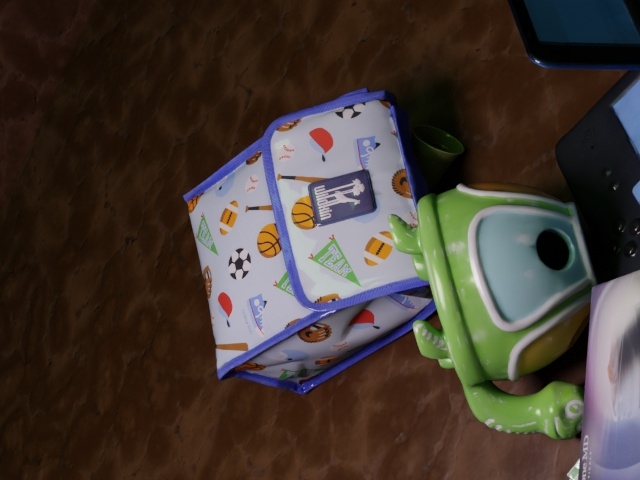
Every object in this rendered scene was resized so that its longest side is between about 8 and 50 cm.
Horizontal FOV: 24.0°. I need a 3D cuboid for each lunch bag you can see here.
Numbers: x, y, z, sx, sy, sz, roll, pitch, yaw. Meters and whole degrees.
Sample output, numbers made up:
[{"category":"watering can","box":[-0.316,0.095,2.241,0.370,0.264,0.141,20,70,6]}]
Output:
[{"category":"lunch bag","box":[0.000,0.000,2.203,0.385,0.239,0.328,-31,61,37]}]

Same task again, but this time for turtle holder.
[{"category":"turtle holder","box":[0.233,0.074,1.882,0.227,0.243,0.320,-16,54,9]}]

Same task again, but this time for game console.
[{"category":"game console","box":[0.379,-0.352,1.907,0.250,0.173,0.293,-47,33,29]},{"category":"game console","box":[0.467,-0.131,1.829,0.386,0.060,0.342,-47,43,27]}]

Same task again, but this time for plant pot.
[{"category":"plant pot","box":[0.157,-0.115,2.203,0.083,0.083,0.079,54,129,48]}]

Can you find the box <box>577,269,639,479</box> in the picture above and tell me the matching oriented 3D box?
[{"category":"box","box":[0.419,0.176,1.585,0.294,0.183,0.296,146,134,-66]}]

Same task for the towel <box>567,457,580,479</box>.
[{"category":"towel","box":[0.368,0.282,1.797,0.152,0.023,0.113,43,109,51]}]
